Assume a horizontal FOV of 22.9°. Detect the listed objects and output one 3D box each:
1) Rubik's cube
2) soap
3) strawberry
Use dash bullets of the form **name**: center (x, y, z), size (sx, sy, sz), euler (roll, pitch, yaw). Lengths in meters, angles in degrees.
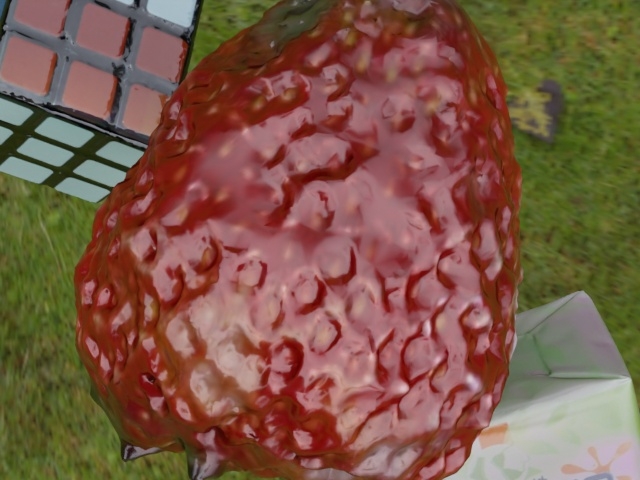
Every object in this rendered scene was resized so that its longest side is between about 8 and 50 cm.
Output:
- **Rubik's cube**: center (-0.208, -0.144, 1.297), size (0.163, 0.162, 0.160), euler (19, 68, -22)
- **soap**: center (0.178, 0.176, 1.344), size (0.182, 0.138, 0.199), euler (-17, 119, 0)
- **strawberry**: center (-0.006, 0.012, 1.004), size (0.292, 0.292, 0.310), euler (1, 132, -12)
